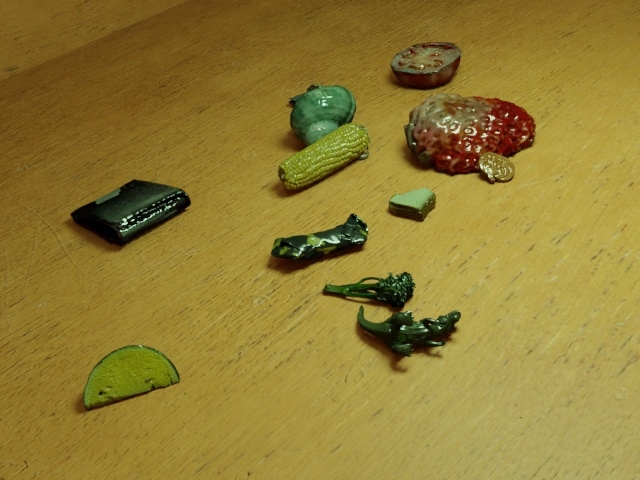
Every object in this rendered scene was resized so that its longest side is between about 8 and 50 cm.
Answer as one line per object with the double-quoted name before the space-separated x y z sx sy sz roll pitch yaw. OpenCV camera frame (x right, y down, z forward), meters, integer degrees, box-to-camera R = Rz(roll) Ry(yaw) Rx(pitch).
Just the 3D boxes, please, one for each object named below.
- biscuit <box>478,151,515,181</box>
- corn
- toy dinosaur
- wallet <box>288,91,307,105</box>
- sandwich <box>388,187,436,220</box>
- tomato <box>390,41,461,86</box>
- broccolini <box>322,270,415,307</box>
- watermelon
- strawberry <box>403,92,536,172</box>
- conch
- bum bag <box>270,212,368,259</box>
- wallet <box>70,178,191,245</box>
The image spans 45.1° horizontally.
"biscuit" 0.428 -0.177 1.877 0.091 0.015 0.078 22 63 8
"corn" 0.007 -0.216 2.016 0.293 0.106 0.106 -32 40 -26
"toy dinosaur" 0.169 0.172 1.477 0.187 0.087 0.179 3 -3 -6
"wallet" -0.010 -0.424 2.377 0.111 0.030 0.166 -25 38 -28
"sandwich" 0.217 -0.090 1.825 0.104 0.036 0.093 12 41 32
"tomato" 0.331 -0.538 2.401 0.224 0.085 0.225 -8 38 6
"broccolini" 0.092 0.094 1.571 0.201 0.058 0.074 4 30 19
"watermelon" -0.366 0.243 1.465 0.181 0.075 0.092 -14 38 -7
"strawberry" 0.385 -0.302 1.990 0.336 0.149 0.265 -10 33 -1
"conch" -0.001 -0.350 2.156 0.220 0.195 0.277 -26 50 31
"bum bag" 0.000 0.000 1.731 0.232 0.060 0.107 -18 26 -14
"wallet" -0.495 -0.087 1.992 0.262 0.071 0.221 16 43 44
